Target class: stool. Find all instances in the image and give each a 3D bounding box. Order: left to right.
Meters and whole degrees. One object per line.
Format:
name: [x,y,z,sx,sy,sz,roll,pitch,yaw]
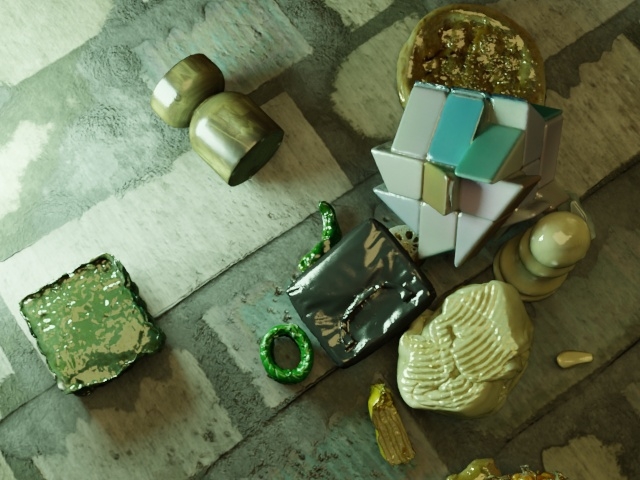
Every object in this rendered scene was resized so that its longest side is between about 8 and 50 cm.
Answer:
stool: [-0.234,-0.274,2.009,0.179,0.179,0.264,-43,81,-13]

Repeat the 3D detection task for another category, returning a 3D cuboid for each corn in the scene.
corn: [0.301,0.135,1.990,0.092,0.037,0.037,-38,79,-14]

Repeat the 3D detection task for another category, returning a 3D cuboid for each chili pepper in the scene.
chili pepper: [0.007,0.000,2.009,0.073,0.050,0.182,16,72,9]

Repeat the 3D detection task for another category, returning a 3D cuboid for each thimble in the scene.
thimble: [-0.073,0.247,1.914,0.118,0.090,0.130,3,74,0]

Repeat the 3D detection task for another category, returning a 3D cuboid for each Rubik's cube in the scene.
Rubik's cube: [0.321,-0.157,1.907,0.387,0.368,0.358,19,29,36]

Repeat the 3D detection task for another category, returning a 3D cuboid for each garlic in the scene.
garlic: [0.563,0.263,1.956,0.083,0.053,0.041,-7,76,4]

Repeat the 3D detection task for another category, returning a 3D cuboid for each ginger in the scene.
ginger: [0.247,0.541,1.858,0.299,0.065,0.118,-12,82,-5]

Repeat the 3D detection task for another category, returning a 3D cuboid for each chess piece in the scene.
chess piece: [0.482,0.023,1.894,0.167,0.300,0.167,0,73,-1]

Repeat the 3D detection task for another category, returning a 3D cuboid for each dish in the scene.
dish: [0.594,-0.058,2.056,0.091,0.039,0.137,-11,76,-5]

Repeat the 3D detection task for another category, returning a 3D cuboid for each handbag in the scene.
handbag: [0.087,0.117,1.913,0.275,0.088,0.244,-40,69,6]

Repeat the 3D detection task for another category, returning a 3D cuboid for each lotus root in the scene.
lotus root: [0.181,0.019,2.001,0.122,0.081,0.112,-39,72,-12]

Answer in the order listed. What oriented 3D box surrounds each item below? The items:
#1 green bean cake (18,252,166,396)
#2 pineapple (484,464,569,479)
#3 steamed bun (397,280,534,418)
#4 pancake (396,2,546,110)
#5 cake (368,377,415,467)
green bean cake: [-0.485,0.184,1.893,0.241,0.132,0.255,-31,80,-10]
pineapple: [0.377,0.612,1.733,0.286,0.209,0.344,14,81,-12]
steamed bun: [0.318,0.237,1.881,0.276,0.203,0.289,2,72,24]
pancake: [0.366,-0.390,2.124,0.382,0.071,0.382,0,75,0]
cake: [0.138,0.391,1.911,0.080,0.116,0.185,-27,109,-5]
